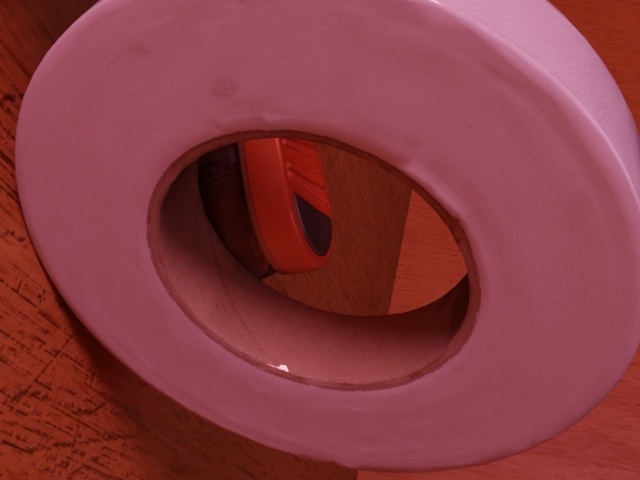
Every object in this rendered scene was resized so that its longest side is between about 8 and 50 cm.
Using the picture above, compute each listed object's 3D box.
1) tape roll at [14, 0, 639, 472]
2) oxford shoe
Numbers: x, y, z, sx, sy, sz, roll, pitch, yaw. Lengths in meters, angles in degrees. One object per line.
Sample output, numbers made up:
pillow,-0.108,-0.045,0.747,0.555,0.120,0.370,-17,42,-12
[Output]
tape roll,0.000,0.000,0.503,0.072,0.392,0.392,-66,156,-47
oxford shoe,-0.094,-0.143,0.631,0.130,0.133,0.363,13,65,-70
